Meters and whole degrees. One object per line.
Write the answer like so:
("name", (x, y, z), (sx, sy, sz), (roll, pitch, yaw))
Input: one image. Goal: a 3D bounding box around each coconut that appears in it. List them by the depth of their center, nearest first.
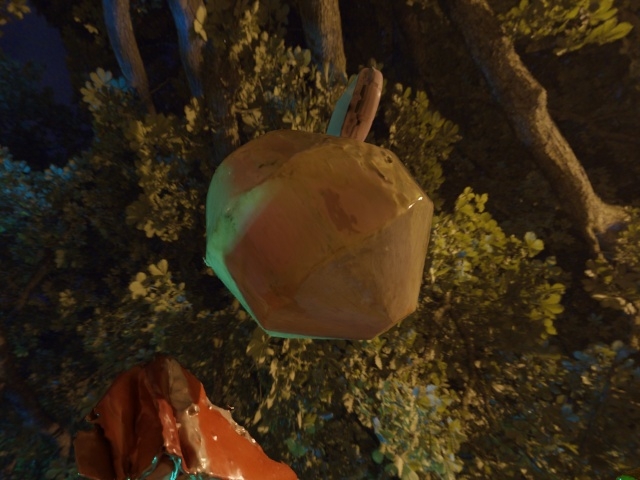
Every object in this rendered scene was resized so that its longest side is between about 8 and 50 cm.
("coconut", (0.000, 0.000, 0.518), (0.197, 0.237, 0.236), (-30, -94, -34))

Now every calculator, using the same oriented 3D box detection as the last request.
("calculator", (0.038, -0.160, 0.677), (0.032, 0.175, 0.100), (18, -95, -10))

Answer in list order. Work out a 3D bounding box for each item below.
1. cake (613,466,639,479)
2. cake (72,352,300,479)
("cake", (0.500, 0.393, 0.681), (0.156, 0.260, 0.179), (-18, -134, -2))
("cake", (-0.104, 0.206, 0.482), (0.098, 0.135, 0.287), (-35, -51, -4))
